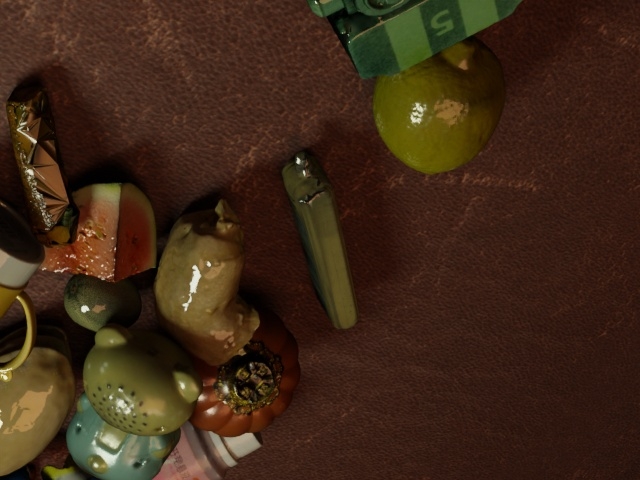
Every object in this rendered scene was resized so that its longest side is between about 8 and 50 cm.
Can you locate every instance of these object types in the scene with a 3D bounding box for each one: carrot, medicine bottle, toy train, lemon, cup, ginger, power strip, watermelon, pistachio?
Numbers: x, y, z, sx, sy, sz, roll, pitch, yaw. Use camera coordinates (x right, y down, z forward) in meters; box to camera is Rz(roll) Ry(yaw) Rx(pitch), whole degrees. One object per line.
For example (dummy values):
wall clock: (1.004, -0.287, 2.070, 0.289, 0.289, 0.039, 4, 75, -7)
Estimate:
carrot: (-0.361, -0.094, 1.534, 0.069, 0.069, 0.229, -15, 123, -14)
medicine bottle: (-0.231, 0.369, 2.066, 0.247, 0.147, 0.147, -28, 140, 2)
toy train: (0.121, -0.351, 1.485, 0.299, 0.167, 0.238, -26, 149, 1)
lemon: (0.163, -0.191, 1.652, 0.184, 0.184, 0.248, -10, 142, -18)
cup: (-0.472, 0.072, 1.571, 0.241, 0.185, 0.226, 43, 102, -8)
ginger: (-0.173, 0.059, 1.748, 0.152, 0.138, 0.267, -6, 120, -8)
power strip: (0.000, 0.000, 1.833, 0.066, 0.092, 0.387, -23, 140, -8)
watermelon: (-0.325, -0.005, 1.663, 0.145, 0.137, 0.193, 6, 142, 16)
pistachio: (-0.485, 0.256, 1.793, 0.293, 0.162, 0.181, -43, 122, 15)

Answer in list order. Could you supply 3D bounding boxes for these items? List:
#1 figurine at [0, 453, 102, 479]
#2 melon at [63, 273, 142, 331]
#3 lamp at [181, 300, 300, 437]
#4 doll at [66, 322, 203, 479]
figurine: (-0.484, 0.438, 1.927, 0.338, 0.205, 0.283, -7, 164, 5)
melon: (-0.322, 0.090, 1.753, 0.098, 0.098, 0.130, -38, 141, 14)
lamp: (-0.138, 0.206, 1.897, 0.223, 0.196, 0.223, -3, 98, -24)
doll: (-0.280, 0.242, 1.762, 0.161, 0.177, 0.261, -51, 171, -50)
